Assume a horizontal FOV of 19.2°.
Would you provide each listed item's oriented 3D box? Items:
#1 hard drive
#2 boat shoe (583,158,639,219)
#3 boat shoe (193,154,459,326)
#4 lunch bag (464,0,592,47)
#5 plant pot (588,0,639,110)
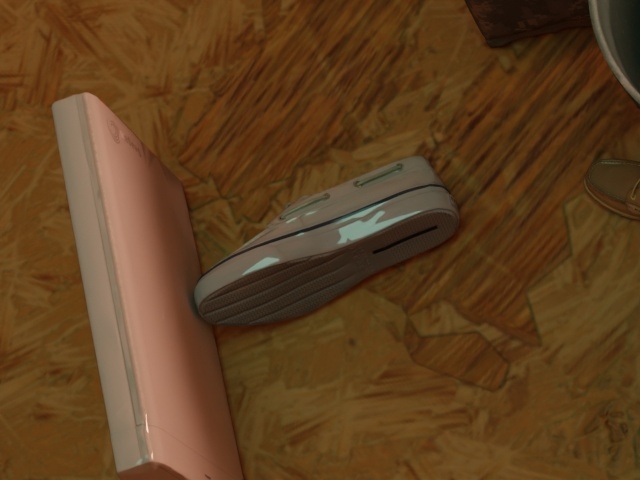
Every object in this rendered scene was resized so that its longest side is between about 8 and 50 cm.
[{"bbox_3d":[-0.132,0.060,1.480,0.040,0.203,0.308,-19,64,12],"label":"hard drive"},{"bbox_3d":[0.268,-0.039,1.478,0.135,0.045,0.050,18,75,24],"label":"boat shoe"},{"bbox_3d":[0.000,0.000,1.542,0.226,0.083,0.076,-19,52,-3],"label":"boat shoe"},{"bbox_3d":[0.166,-0.342,1.528,0.168,0.235,0.287,-7,67,15],"label":"lunch bag"},{"bbox_3d":[0.362,-0.158,1.411,0.293,0.196,0.293,-7,67,16],"label":"plant pot"}]
